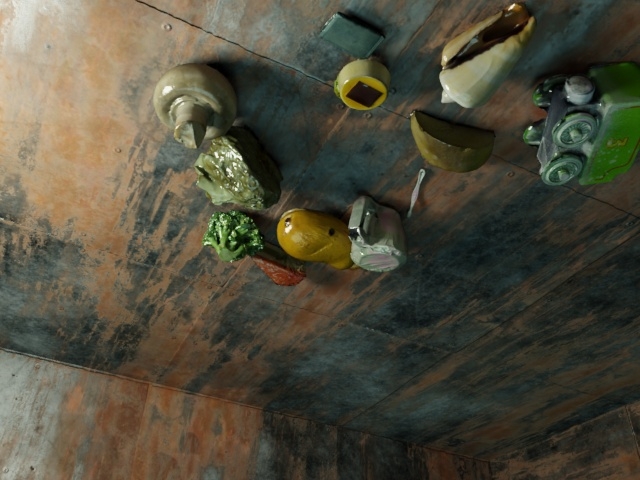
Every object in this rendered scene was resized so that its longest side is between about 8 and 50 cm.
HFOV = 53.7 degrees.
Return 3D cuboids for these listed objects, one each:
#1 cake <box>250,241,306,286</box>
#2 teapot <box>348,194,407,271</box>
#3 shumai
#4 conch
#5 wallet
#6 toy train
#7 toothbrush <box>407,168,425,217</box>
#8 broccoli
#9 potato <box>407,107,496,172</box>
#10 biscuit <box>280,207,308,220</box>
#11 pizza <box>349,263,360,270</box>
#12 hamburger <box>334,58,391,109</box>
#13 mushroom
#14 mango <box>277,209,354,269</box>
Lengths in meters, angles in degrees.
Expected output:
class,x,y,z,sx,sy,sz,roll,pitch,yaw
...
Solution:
class,x,y,z,sx,sy,sz,roll,pitch,yaw
cake,-0.162,0.079,2.089,0.221,0.086,0.117,23,137,-26
teapot,0.152,-0.020,1.869,0.222,0.178,0.163,20,147,-24
shumai,-0.235,-0.170,1.681,0.218,0.189,0.255,-17,134,22
conch,0.362,-0.403,1.406,0.255,0.127,0.158,-40,98,16
wallet,0.069,-0.455,1.407,0.129,0.026,0.088,19,147,-24
toy train,0.636,-0.269,1.509,0.249,0.173,0.307,-7,143,-1
toothbrush,0.275,-0.134,1.826,0.017,0.022,0.204,5,143,-3
broccoli,-0.265,-0.006,1.927,0.196,0.156,0.195,-2,138,-2
potato,0.323,-0.234,1.630,0.243,0.098,0.138,13,144,-11
biscuit,-0.064,-0.060,1.955,0.120,0.015,0.120,2,143,1
pizza,0.093,0.038,2.059,0.176,0.036,0.184,12,145,-8
hamburger,0.098,-0.365,1.478,0.127,0.081,0.141,10,147,-14
mushroom,-0.298,-0.306,1.493,0.204,0.204,0.204,2,143,2
mango,-0.002,-0.005,1.921,0.295,0.120,0.177,22,127,-38
